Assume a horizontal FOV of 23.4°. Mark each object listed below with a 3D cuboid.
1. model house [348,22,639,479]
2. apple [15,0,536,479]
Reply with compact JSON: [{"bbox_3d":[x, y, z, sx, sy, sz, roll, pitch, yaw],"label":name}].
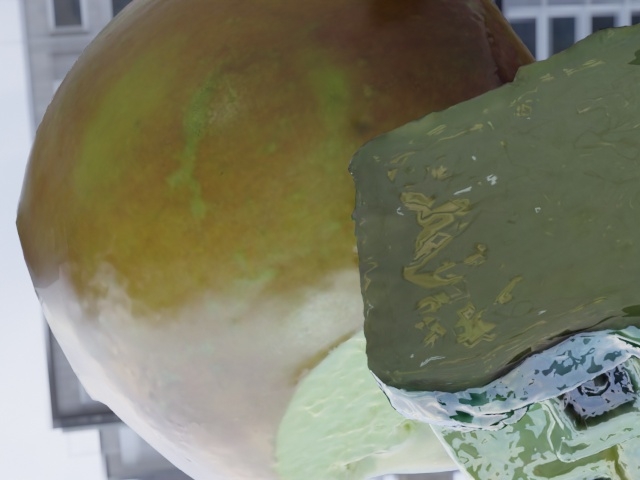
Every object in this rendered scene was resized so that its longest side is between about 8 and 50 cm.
[{"bbox_3d":[0.146,0.036,0.653,0.214,0.189,0.195,-23,-144,11],"label":"model house"},{"bbox_3d":[0.000,0.000,0.988,0.374,0.384,0.374,-26,-159,11],"label":"apple"}]
